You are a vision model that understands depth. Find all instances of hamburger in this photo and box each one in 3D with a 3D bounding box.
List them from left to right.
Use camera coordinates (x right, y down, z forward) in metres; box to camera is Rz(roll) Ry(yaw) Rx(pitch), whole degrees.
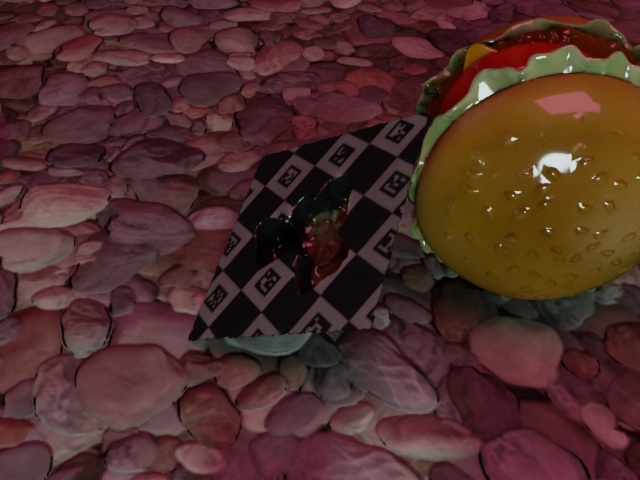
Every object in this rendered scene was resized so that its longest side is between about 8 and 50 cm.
[{"bbox_3d":[0.214,-0.067,0.683,0.275,0.274,0.212,8,36,5],"label":"hamburger"}]

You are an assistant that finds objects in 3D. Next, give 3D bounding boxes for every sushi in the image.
[{"bbox_3d":[0.000,0.000,0.682,0.220,0.047,0.231,-9,51,39],"label":"sushi"}]
